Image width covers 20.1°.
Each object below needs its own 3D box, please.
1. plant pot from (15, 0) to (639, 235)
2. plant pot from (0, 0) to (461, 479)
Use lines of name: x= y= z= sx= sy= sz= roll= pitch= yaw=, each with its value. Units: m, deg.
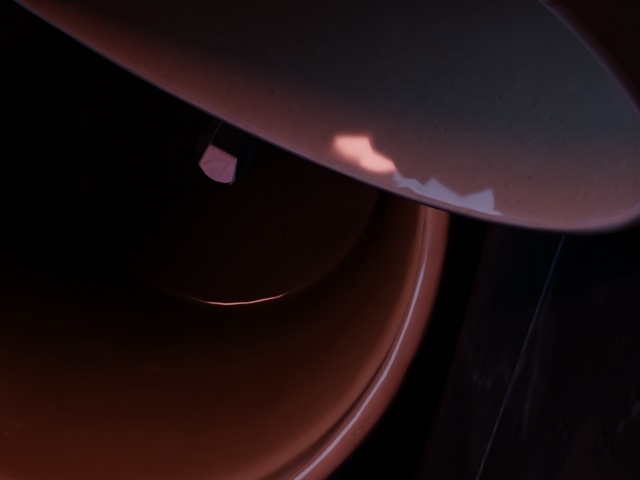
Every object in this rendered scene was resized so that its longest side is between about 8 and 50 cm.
plant pot: x=0.031 y=-0.181 z=0.468 sx=0.274 sy=0.256 sz=0.256 roll=-61 pitch=3 yaw=-11
plant pot: x=-0.078 y=-0.032 z=0.861 sx=0.280 sy=0.323 sz=0.323 roll=-26 pitch=-49 yaw=-77
